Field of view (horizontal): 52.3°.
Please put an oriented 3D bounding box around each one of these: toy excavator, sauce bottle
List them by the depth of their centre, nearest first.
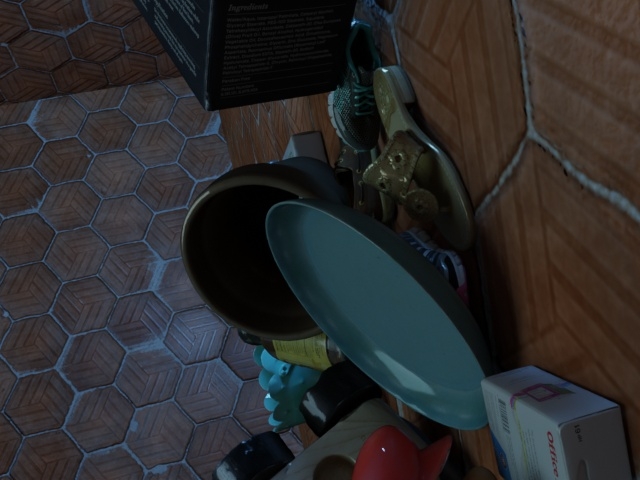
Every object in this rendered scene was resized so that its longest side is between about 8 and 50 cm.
[{"bbox_3d":[-0.011,0.450,0.897,0.222,0.433,0.445,41,157,35],"label":"toy excavator"},{"bbox_3d":[-0.027,0.154,1.089,0.344,0.111,0.112,-2,101,56],"label":"sauce bottle"}]

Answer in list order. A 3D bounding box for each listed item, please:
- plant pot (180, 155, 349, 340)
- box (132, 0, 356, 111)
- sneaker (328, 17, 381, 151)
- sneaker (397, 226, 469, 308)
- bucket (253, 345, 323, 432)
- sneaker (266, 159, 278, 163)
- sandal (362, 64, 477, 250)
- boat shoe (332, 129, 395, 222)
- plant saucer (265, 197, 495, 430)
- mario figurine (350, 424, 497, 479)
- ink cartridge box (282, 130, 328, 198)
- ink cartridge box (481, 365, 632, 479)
[{"bbox_3d":[-0.045,-0.018,0.987,0.229,0.263,0.263,-62,-31,-59],"label":"plant pot"},{"bbox_3d":[-0.103,-0.379,0.732,0.343,0.178,0.313,56,148,33],"label":"box"},{"bbox_3d":[0.045,-0.189,0.790,0.076,0.065,0.167,-151,48,-69],"label":"sneaker"},{"bbox_3d":[0.101,0.035,0.702,0.170,0.074,0.063,-126,26,-64],"label":"sneaker"},{"bbox_3d":[-0.047,0.268,1.435,0.281,0.183,0.281,168,90,-78],"label":"bucket"},{"bbox_3d":[-0.119,-0.106,1.668,0.106,0.078,0.234,-122,20,-54],"label":"sneaker"},{"bbox_3d":[0.078,-0.082,0.682,0.088,0.079,0.240,96,159,-59],"label":"sandal"},{"bbox_3d":[0.046,-0.101,0.873,0.064,0.060,0.178,101,154,-65],"label":"boat shoe"},{"bbox_3d":[0.064,0.073,0.704,0.317,0.043,0.318,39,157,21],"label":"plant saucer"},{"bbox_3d":[0.155,0.282,0.539,0.320,0.170,0.198,50,124,16],"label":"mario figurine"},{"bbox_3d":[0.000,0.000,1.213,0.176,0.069,0.371,135,124,-77],"label":"ink cartridge box"},{"bbox_3d":[0.179,0.157,0.500,0.122,0.052,0.089,-163,60,-80],"label":"ink cartridge box"}]
